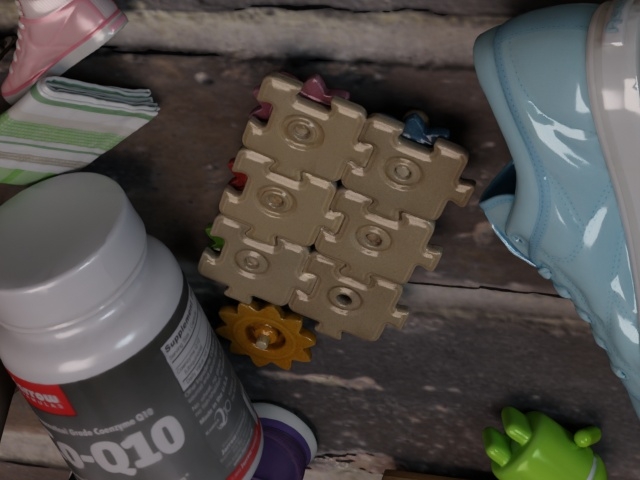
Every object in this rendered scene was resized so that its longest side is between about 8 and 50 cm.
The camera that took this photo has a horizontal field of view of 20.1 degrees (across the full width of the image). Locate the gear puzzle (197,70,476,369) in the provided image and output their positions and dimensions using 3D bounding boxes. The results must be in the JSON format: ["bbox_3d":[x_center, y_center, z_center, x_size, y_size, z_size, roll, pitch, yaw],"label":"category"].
[{"bbox_3d":[0.000,0.000,1.412,0.175,0.044,0.339,21,139,-2],"label":"gear puzzle"}]

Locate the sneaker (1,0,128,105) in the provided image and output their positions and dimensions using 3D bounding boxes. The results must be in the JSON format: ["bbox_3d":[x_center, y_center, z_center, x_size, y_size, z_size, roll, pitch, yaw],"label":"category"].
[{"bbox_3d":[-0.206,-0.155,1.333,0.134,0.051,0.070,-29,110,40],"label":"sneaker"}]

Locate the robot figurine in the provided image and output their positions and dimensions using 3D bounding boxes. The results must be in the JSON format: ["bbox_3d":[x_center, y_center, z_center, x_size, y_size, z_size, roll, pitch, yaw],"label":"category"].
[{"bbox_3d":[0.188,0.187,1.493,0.115,0.067,0.101,38,104,-15],"label":"robot figurine"}]

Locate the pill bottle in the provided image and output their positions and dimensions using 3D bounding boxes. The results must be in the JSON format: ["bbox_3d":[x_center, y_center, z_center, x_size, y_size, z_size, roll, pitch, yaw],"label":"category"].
[{"bbox_3d":[-0.166,0.094,1.469,0.161,0.161,0.283,-4,132,25],"label":"pill bottle"}]

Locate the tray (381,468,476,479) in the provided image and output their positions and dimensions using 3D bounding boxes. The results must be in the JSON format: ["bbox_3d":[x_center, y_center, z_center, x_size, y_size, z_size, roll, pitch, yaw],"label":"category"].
[{"bbox_3d":[0.256,0.313,1.575,0.411,0.076,0.203,5,132,13],"label":"tray"}]

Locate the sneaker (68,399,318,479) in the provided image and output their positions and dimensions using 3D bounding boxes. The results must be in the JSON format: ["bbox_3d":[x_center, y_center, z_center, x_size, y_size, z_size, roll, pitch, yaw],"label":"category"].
[{"bbox_3d":[-0.141,0.232,1.622,0.283,0.124,0.107,-22,121,36],"label":"sneaker"}]

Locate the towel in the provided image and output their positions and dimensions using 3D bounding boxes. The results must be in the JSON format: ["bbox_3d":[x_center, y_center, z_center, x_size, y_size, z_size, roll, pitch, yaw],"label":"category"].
[{"bbox_3d":[-0.211,-0.082,1.385,0.113,0.023,0.152,8,153,-43],"label":"towel"}]

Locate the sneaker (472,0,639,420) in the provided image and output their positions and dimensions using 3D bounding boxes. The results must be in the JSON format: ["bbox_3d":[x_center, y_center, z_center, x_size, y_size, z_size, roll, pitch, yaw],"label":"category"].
[{"bbox_3d":[0.197,-0.010,1.272,0.150,0.135,0.366,2,124,30],"label":"sneaker"}]

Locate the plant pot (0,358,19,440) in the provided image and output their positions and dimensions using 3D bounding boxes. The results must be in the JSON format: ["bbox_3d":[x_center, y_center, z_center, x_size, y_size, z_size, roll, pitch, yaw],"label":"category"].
[{"bbox_3d":[-0.362,0.138,1.486,0.263,0.229,0.263,-4,141,-3],"label":"plant pot"}]

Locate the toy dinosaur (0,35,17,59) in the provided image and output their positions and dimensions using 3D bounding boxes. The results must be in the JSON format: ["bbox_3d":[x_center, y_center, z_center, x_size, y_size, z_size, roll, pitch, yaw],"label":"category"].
[{"bbox_3d":[-0.339,-0.150,1.364,0.160,0.121,0.313,43,138,-5],"label":"toy dinosaur"}]
